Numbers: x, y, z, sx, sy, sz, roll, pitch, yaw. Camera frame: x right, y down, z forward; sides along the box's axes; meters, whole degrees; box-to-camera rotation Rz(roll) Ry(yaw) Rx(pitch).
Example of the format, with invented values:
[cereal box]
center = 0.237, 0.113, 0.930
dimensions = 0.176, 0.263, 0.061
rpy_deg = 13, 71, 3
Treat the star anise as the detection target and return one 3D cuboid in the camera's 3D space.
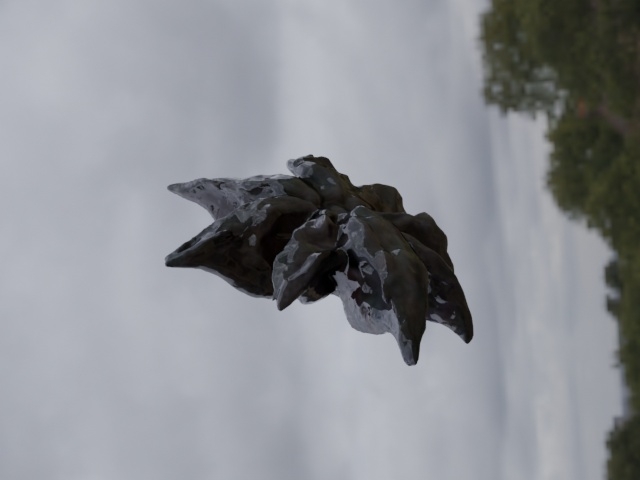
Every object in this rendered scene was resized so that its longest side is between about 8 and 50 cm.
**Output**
[star anise]
center = 0.000, 0.000, 0.818
dimensions = 0.204, 0.181, 0.061
rpy_deg = -85, 7, -68
